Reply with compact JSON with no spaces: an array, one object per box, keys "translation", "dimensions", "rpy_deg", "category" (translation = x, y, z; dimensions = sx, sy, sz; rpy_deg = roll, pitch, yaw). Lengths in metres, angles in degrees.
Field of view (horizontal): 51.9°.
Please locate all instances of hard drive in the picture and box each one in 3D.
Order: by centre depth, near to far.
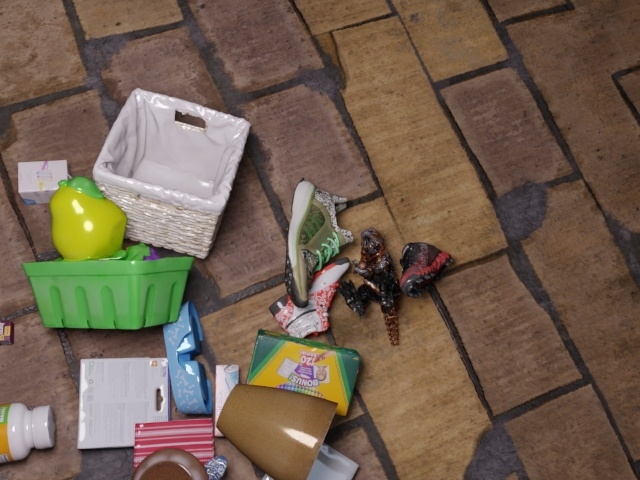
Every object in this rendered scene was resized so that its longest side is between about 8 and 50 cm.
[{"translation":[-0.063,0.662,1.690],"dimensions":[0.203,0.040,0.307],"rpy_deg":[32,68,1],"category":"hard drive"}]

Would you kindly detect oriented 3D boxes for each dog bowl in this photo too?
[{"translation":[-0.344,0.306,1.695],"dimensions":[0.074,0.166,0.297],"rpy_deg":[-12,75,-3],"category":"dog bowl"}]

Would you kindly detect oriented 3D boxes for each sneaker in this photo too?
[{"translation":[-0.276,0.589,1.620],"dimensions":[0.052,0.058,0.135],"rpy_deg":[33,78,10],"category":"sneaker"},{"translation":[0.000,0.000,1.810],"dimensions":[0.182,0.158,0.410],"rpy_deg":[6,56,0],"category":"sneaker"},{"translation":[0.003,0.171,1.841],"dimensions":[0.270,0.090,0.145],"rpy_deg":[-34,82,-16],"category":"sneaker"},{"translation":[0.272,0.075,1.875],"dimensions":[0.135,0.097,0.276],"rpy_deg":[37,31,15],"category":"sneaker"}]

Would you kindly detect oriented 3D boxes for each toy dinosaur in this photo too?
[{"translation":[0.175,0.126,1.848],"dimensions":[0.164,0.218,0.321],"rpy_deg":[-37,82,23],"category":"toy dinosaur"}]

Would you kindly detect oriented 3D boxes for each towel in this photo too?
[{"translation":[-0.363,0.590,1.640],"dimensions":[0.199,0.031,0.274],"rpy_deg":[1,75,-19],"category":"towel"}]

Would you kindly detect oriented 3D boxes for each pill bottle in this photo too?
[{"translation":[-0.770,0.462,1.568],"dimensions":[0.246,0.136,0.136],"rpy_deg":[-6,73,-13],"category":"pill bottle"}]

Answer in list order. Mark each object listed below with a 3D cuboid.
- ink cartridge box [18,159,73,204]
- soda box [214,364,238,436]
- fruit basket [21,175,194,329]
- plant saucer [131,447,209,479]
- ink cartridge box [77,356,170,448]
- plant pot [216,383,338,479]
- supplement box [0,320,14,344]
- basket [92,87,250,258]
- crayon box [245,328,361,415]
[{"translation":[-0.742,-0.160,1.804],"dimensions":[0.143,0.092,0.089],"rpy_deg":[-5,72,-14],"category":"ink cartridge box"},{"translation":[-0.247,0.420,1.725],"dimensions":[0.063,0.058,0.183],"rpy_deg":[1,72,-10],"category":"soda box"},{"translation":[-0.530,0.029,1.610],"dimensions":[0.392,0.283,0.391],"rpy_deg":[0,90,24],"category":"fruit basket"},{"translation":[-0.365,0.600,1.572],"dimensions":[0.199,0.036,0.198],"rpy_deg":[-1,77,4],"category":"plant saucer"},{"translation":[-0.500,0.412,1.680],"dimensions":[0.224,0.045,0.223],"rpy_deg":[3,72,-19],"category":"ink cartridge box"},{"translation":[-0.117,0.459,1.620],"dimensions":[0.255,0.237,0.237],"rpy_deg":[23,69,7],"category":"plant pot"},{"translation":[-0.831,0.238,1.680],"dimensions":[0.083,0.043,0.054],"rpy_deg":[-3,71,-12],"category":"supplement box"},{"translation":[-0.389,-0.168,1.737],"dimensions":[0.329,0.266,0.331],"rpy_deg":[15,50,-6],"category":"basket"},{"translation":[-0.049,0.349,1.745],"dimensions":[0.279,0.081,0.165],"rpy_deg":[13,94,-7],"category":"crayon box"}]
